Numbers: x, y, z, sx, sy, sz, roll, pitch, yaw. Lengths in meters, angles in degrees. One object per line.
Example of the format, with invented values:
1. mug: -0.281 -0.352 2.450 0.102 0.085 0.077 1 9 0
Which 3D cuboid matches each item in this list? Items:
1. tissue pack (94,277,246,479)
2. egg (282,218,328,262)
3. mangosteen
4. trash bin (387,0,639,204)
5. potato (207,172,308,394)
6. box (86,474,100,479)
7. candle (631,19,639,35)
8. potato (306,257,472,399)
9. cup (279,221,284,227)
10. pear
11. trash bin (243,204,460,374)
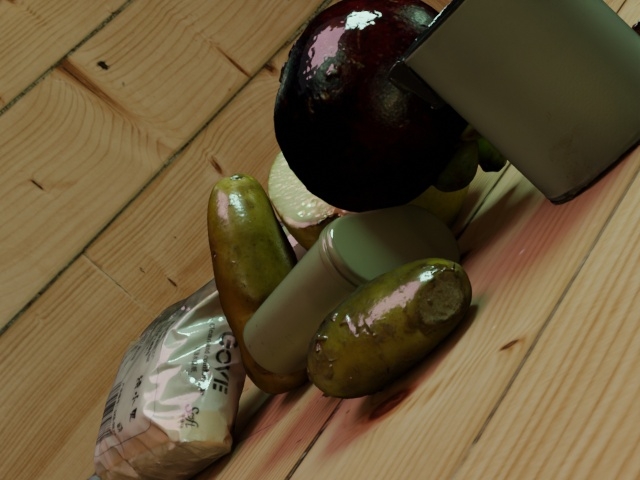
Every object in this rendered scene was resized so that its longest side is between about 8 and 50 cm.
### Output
1. tissue pack: -0.260 0.255 2.021 0.390 0.195 0.375 -36 39 49
2. egg: -0.013 0.049 2.019 0.254 0.188 0.188 -47 5 24
3. mangosteen: 0.089 -0.187 1.573 0.330 0.330 0.330 -47 6 6
4. trash bin: 0.266 -0.212 1.362 0.277 0.262 0.217 -44 6 21
5. potato: -0.093 0.066 1.829 0.176 0.369 0.195 -20 -4 41
6. box: -0.484 0.585 2.290 0.264 0.106 0.336 -47 6 -5
7. candle: 0.440 -0.293 1.739 0.051 0.048 0.329 -34 5 -1
8. potato: 0.080 0.101 1.348 0.251 0.113 0.149 -44 8 32
9. cup: 0.000 0.000 2.403 0.203 0.203 0.288 -43 0 39
10. pear: 0.101 -0.092 1.862 0.340 0.191 0.386 -3 42 31
11. trash bin: 0.040 0.070 1.561 0.243 0.121 0.247 -12 -26 -45
